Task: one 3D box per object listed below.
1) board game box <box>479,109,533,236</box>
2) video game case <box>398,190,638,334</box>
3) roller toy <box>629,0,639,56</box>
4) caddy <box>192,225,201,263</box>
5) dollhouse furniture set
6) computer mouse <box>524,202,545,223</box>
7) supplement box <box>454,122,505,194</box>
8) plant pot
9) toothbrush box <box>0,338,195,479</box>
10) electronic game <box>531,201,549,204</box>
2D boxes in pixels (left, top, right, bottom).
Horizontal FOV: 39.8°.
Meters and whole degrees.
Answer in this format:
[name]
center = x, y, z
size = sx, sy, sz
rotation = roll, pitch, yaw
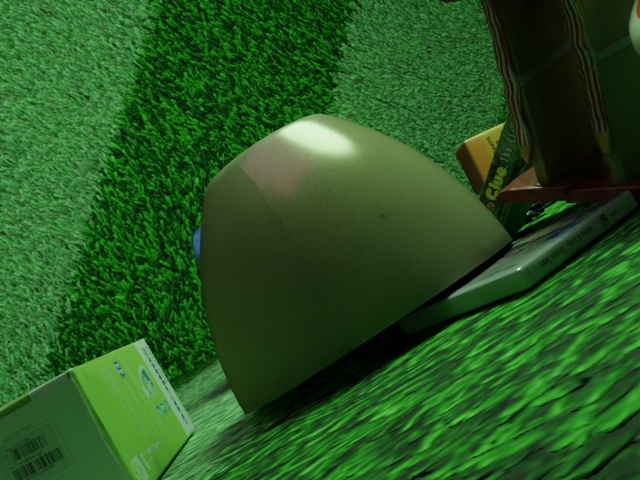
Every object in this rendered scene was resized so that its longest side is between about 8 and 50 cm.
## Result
[board game box]
center = 0.221, -0.110, 0.936
size = 0.136, 0.030, 0.260
rotation = -31, -39, -56
[video game case]
center = 0.153, 0.020, 0.700
size = 0.143, 0.019, 0.157
rotation = -30, -2, -33
[roller toy]
center = 0.304, -0.170, 0.544
size = 0.209, 0.146, 0.191
rotation = -60, 2, 36
[caddy]
center = -0.034, 0.017, 1.307
size = 0.179, 0.241, 0.341
rotation = -37, -2, 12
[dollhouse furniture set]
center = 0.300, -0.194, 0.796
size = 0.374, 0.201, 0.152
rotation = -31, 21, -33
[computer mouse]
center = 0.193, -0.001, 1.141
size = 0.071, 0.041, 0.242
rotation = -9, -9, -36
[supplement box]
center = 0.318, -0.150, 1.279
size = 0.233, 0.078, 0.080
rotation = -25, -7, -7
[plant pot]
center = 0.000, 0.000, 0.804
size = 0.284, 0.191, 0.284
rotation = -34, -5, -3
[toothbrush box]
center = -0.249, 0.202, 0.815
size = 0.206, 0.122, 0.283
rotation = -30, -2, 0
[electronic game]
center = 0.312, -0.082, 1.237
size = 0.229, 0.048, 0.229
rotation = -30, -1, -1
